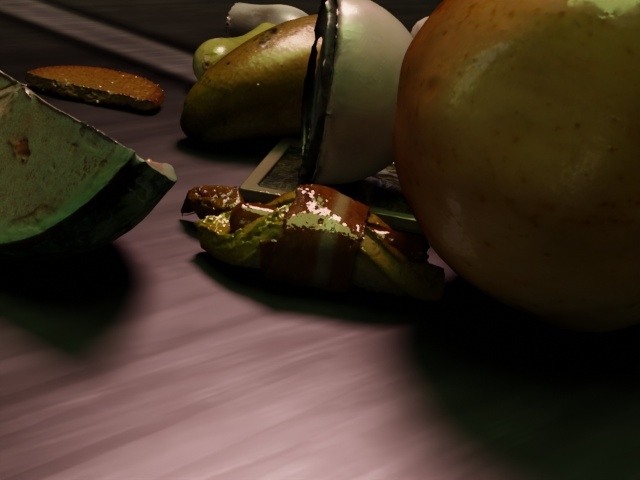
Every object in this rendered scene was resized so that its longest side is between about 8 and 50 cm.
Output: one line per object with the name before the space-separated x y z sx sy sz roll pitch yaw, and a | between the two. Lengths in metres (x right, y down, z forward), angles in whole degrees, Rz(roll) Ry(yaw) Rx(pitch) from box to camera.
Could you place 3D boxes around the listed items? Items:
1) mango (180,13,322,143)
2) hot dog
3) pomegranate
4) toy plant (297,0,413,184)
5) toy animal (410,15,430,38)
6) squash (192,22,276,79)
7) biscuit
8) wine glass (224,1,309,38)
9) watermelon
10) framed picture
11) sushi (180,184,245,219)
mango | -0.037 -0.220 1.616 0.330 0.176 0.175 -9 35 -35
hot dog | 0.000 -0.006 1.189 0.262 0.093 0.123 9 22 2
pomegranate | 0.268 -0.103 1.133 0.412 0.411 0.411 7 21 -3
toy plant | 0.146 -0.158 1.412 0.332 0.247 0.247 7 21 -7
toy animal | 0.257 -0.264 1.815 0.247 0.182 0.310 17 23 21
squash | -0.128 -0.291 1.886 0.083 0.083 0.250 15 22 17
biscuit | -0.315 -0.224 1.732 0.206 0.025 0.126 14 23 13
wine glass | -0.052 -0.355 2.060 0.222 0.103 0.103 15 22 24
watermelon | -0.263 -0.070 1.146 0.305 0.180 0.224 27 43 37
framed picture | 0.081 -0.065 1.471 0.324 0.020 0.240 12 22 9
sushi | -0.106 -0.031 1.286 0.050 0.047 0.099 -33 41 -33
